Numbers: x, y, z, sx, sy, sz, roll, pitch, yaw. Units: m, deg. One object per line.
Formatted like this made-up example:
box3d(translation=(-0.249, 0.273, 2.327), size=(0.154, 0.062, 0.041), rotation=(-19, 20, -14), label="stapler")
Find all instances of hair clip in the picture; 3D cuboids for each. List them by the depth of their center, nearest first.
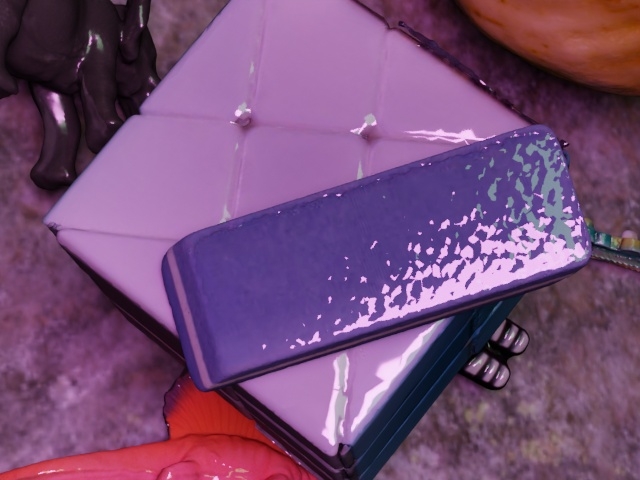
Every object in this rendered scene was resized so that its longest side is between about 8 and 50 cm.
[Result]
box3d(translation=(0.197, 0.001, 1.134), size=(0.172, 0.049, 0.049), rotation=(9, 74, -16), label="hair clip")

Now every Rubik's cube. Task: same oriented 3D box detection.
box3d(translation=(0.000, 0.000, 0.910), size=(0.221, 0.225, 0.231), rotation=(37, 82, 14), label="Rubik's cube")

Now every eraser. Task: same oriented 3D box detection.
box3d(translation=(0.027, 0.010, 0.770), size=(0.225, 0.036, 0.082), rotation=(-18, 77, 2), label="eraser")

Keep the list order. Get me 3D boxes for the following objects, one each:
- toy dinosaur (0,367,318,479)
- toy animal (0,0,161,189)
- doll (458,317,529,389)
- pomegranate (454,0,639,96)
box3d(translation=(-0.093, 0.136, 0.995), size=(0.286, 0.070, 0.139), rotation=(12, 63, -13), label="toy dinosaur")
box3d(translation=(-0.168, -0.121, 0.969), size=(0.114, 0.245, 0.146), rotation=(-16, 62, 16), label="toy animal")
box3d(translation=(0.053, 0.036, 1.062), size=(0.219, 0.067, 0.091), rotation=(31, 85, -8), label="doll")
box3d(translation=(0.215, -0.289, 1.063), size=(0.410, 0.410, 0.410), rotation=(5, 75, -18), label="pomegranate")
